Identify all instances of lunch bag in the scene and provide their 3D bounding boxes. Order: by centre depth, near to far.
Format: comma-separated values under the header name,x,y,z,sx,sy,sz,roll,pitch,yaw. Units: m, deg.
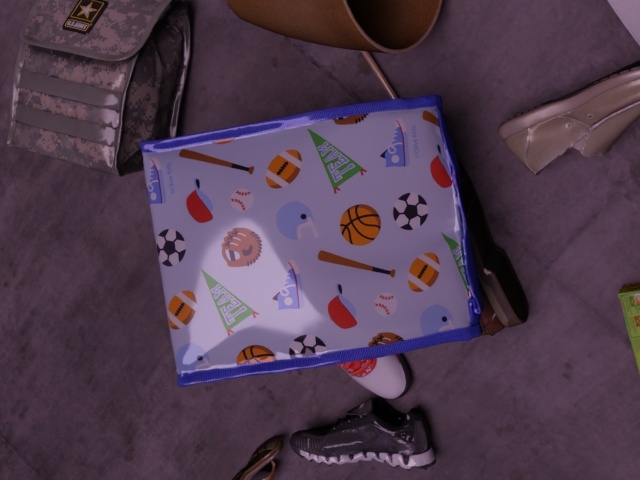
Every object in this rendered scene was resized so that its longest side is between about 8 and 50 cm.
name,x,y,z,sx,sy,sz,roll,pitch,yaw
lunch bag,0.000,0.000,1.305,0.386,0.239,0.327,-11,90,11
lunch bag,-0.338,-0.261,1.541,0.235,0.169,0.286,16,103,25

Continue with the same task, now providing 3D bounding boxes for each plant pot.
name,x,y,z,sx,sy,sz,roll,pitch,yaw
plant pot,-0.005,-0.361,1.332,0.254,0.237,0.237,4,106,39

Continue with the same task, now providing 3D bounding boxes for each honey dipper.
name,x,y,z,sx,sy,sz,roll,pitch,yaw
honey dipper,0.095,-0.217,1.418,0.030,0.030,0.160,-33,86,29

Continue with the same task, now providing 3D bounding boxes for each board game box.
name,x,y,z,sx,sy,sz,roll,pitch,yaw
board game box,0.465,0.142,1.329,0.092,0.043,0.181,-13,98,28

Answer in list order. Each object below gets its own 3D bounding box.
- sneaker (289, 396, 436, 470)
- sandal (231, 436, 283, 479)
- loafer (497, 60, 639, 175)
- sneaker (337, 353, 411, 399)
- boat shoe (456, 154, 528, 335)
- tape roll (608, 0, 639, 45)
name,x,y,z,sx,sy,sz,roll,pitch,yaw
sneaker,0.062,0.291,1.550,0.234,0.078,0.106,-1,101,22
sandal,-0.105,0.390,1.663,0.049,0.072,0.180,35,119,-4
loafer,0.358,-0.158,1.272,0.269,0.102,0.092,-21,96,38
sneaker,0.013,0.150,1.492,0.090,0.145,0.270,-42,84,29
boat shoe,0.176,-0.004,1.390,0.104,0.111,0.307,-23,93,28
tape roll,0.324,-0.357,1.063,0.072,0.392,0.392,-26,92,29
